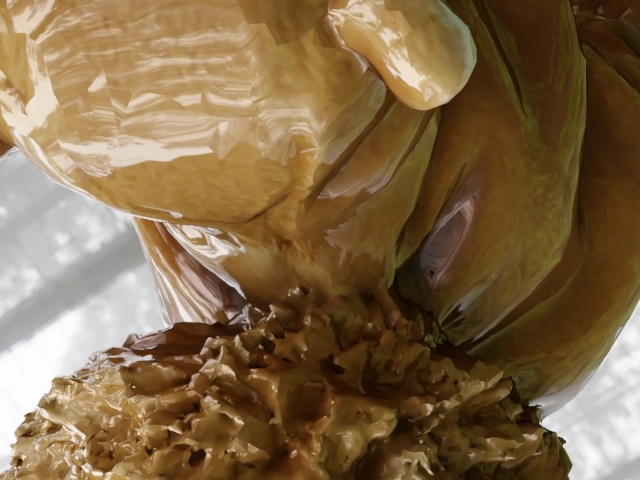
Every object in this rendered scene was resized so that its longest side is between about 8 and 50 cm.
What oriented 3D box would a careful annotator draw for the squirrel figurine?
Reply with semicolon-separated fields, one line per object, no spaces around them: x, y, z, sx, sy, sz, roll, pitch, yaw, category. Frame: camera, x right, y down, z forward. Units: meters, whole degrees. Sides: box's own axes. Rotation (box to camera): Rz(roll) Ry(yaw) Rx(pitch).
0.000;0.000;0.612;0.370;0.281;0.397;32;-121;-76;squirrel figurine
